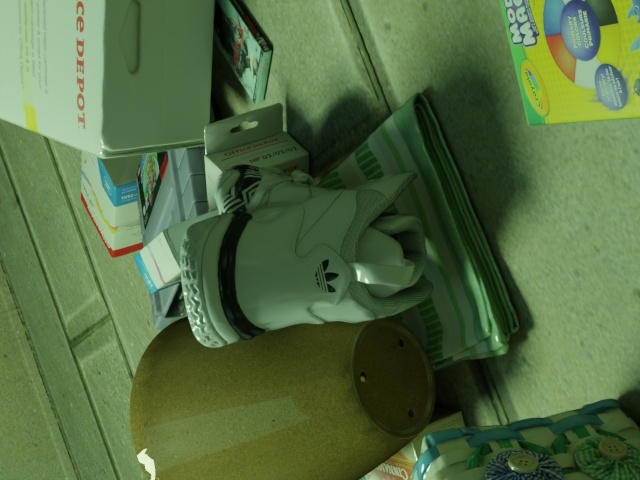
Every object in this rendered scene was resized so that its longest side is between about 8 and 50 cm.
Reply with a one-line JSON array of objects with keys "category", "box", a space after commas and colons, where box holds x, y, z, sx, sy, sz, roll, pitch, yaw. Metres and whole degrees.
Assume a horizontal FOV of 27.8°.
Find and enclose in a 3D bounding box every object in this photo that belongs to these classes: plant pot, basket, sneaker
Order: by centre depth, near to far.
[{"category": "basket", "box": [0.187, 0.270, 0.966, 0.201, 0.255, 0.289, 101, 154, -45]}, {"category": "sneaker", "box": [0.000, 0.000, 1.251, 0.366, 0.210, 0.137, -67, -31, -74]}, {"category": "plant pot", "box": [-0.020, 0.159, 1.287, 0.254, 0.237, 0.237, -22, 87, 42]}]

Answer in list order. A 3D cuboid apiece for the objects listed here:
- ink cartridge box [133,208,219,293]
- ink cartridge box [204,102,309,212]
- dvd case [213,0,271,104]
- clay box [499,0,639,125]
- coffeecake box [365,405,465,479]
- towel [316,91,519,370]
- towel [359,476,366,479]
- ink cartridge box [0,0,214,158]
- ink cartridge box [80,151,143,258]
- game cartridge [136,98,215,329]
[{"category": "ink cartridge box", "box": [-0.144, 0.011, 1.435, 0.052, 0.089, 0.122, 65, 153, 5]}, {"category": "ink cartridge box", "box": [-0.070, -0.054, 1.471, 0.061, 0.104, 0.181, 44, 146, 44]}, {"category": "dvd case", "box": [-0.092, -0.229, 1.505, 0.119, 0.013, 0.087, 57, 153, 28]}, {"category": "clay box", "box": [0.193, -0.147, 0.891, 0.222, 0.053, 0.127, 3, 110, 64]}, {"category": "coffeecake box", "box": [0.111, 0.269, 1.363, 0.142, 0.068, 0.185, -3, 105, 65]}, {"category": "towel", "box": [0.074, 0.023, 1.300, 0.247, 0.038, 0.325, 69, 157, 7]}, {"category": "towel", "box": [0.098, 0.436, 1.555, 0.370, 0.040, 0.271, 62, 154, 21]}, {"category": "ink cartridge box", "box": [-0.300, -0.277, 1.597, 0.385, 0.160, 0.279, 23, 116, 46]}, {"category": "ink cartridge box", "box": [-0.317, -0.069, 2.034, 0.134, 0.078, 0.231, 58, 154, 28]}, {"category": "game cartridge", "box": [-0.195, -0.046, 1.747, 0.355, 0.068, 0.230, 122, 136, -61]}]
